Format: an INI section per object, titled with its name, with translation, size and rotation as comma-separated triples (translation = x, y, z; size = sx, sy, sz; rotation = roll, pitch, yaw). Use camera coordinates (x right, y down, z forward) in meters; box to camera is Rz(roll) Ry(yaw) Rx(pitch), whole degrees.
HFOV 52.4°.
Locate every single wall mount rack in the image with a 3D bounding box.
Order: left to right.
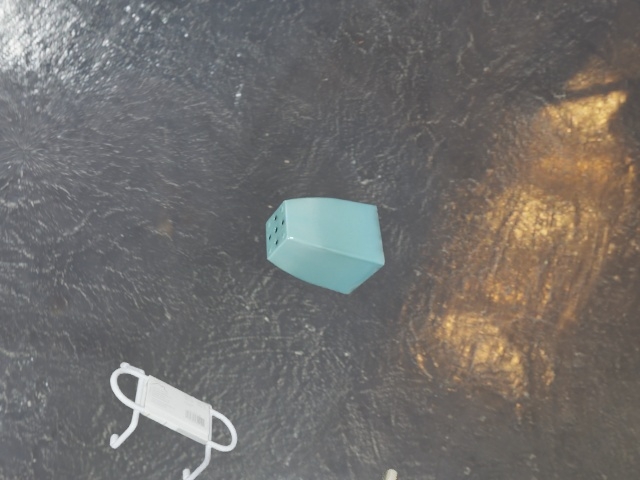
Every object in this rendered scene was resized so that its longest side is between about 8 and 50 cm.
[wall mount rack]
translation = -0.374, 0.405, 1.567
size = 0.350, 0.304, 0.130
rotation = 36, 108, -25

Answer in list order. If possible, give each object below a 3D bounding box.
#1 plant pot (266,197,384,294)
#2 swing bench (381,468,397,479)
[plant pot]
translation = 0.000, 0.000, 1.516
size = 0.234, 0.166, 0.166
rotation = 14, 53, -28
[swing bench]
translation = 0.177, 0.508, 0.948
size = 0.254, 0.165, 0.253
rotation = 14, 61, 8
